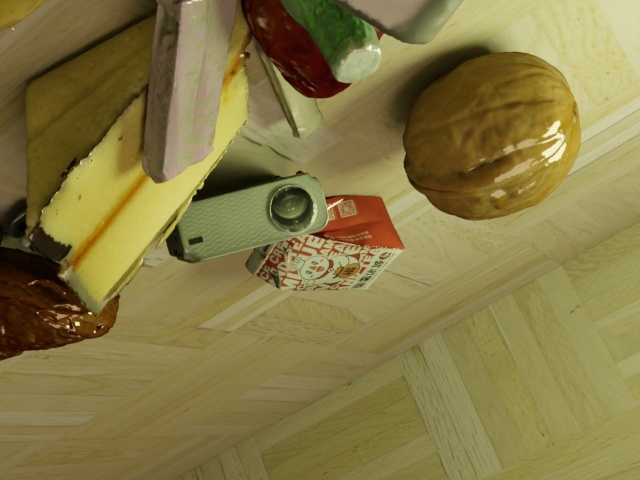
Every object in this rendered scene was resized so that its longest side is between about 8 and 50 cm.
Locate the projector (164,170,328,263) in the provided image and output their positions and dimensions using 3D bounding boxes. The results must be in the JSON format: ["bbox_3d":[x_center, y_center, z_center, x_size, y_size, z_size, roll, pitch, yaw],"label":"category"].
[{"bbox_3d":[-0.135,-0.042,1.451,0.250,0.108,0.198,-14,-174,-16],"label":"projector"}]

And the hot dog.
[{"bbox_3d":[-0.523,0.108,1.408,0.387,0.174,0.267,-14,164,17],"label":"hot dog"}]

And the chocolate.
[{"bbox_3d":[-0.016,-0.293,0.871,0.110,0.291,0.110,-21,160,-8],"label":"chocolate"}]

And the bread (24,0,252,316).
[{"bbox_3d":[-0.222,-0.110,1.178,0.404,0.242,0.346,-20,158,4],"label":"bread"}]

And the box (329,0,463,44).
[{"bbox_3d":[-0.079,-0.328,0.502,0.396,0.396,0.111,23,131,-31],"label":"box"}]

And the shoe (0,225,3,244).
[{"bbox_3d":[-0.616,0.014,1.205,0.292,0.109,0.149,-18,162,-2],"label":"shoe"}]

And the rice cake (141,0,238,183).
[{"bbox_3d":[-0.164,-0.199,1.040,0.106,0.050,0.298,-40,158,-39],"label":"rice cake"}]

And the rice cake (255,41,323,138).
[{"bbox_3d":[-0.043,-0.234,1.278,0.057,0.052,0.256,-26,157,0],"label":"rice cake"}]

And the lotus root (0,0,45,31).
[{"bbox_3d":[-0.276,-0.268,0.699,0.284,0.146,0.160,-30,137,24],"label":"lotus root"}]

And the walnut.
[{"bbox_3d":[0.289,-0.174,1.463,0.313,0.252,0.277,-21,159,20],"label":"walnut"}]

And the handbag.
[{"bbox_3d":[0.000,0.000,1.725,0.298,0.151,0.171,3,142,-34],"label":"handbag"}]

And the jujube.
[{"bbox_3d":[-0.003,-0.285,1.055,0.190,0.190,0.255,-19,160,-10],"label":"jujube"}]

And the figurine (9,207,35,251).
[{"bbox_3d":[-0.439,-0.016,1.344,0.086,0.082,0.094,-39,161,-18],"label":"figurine"}]
